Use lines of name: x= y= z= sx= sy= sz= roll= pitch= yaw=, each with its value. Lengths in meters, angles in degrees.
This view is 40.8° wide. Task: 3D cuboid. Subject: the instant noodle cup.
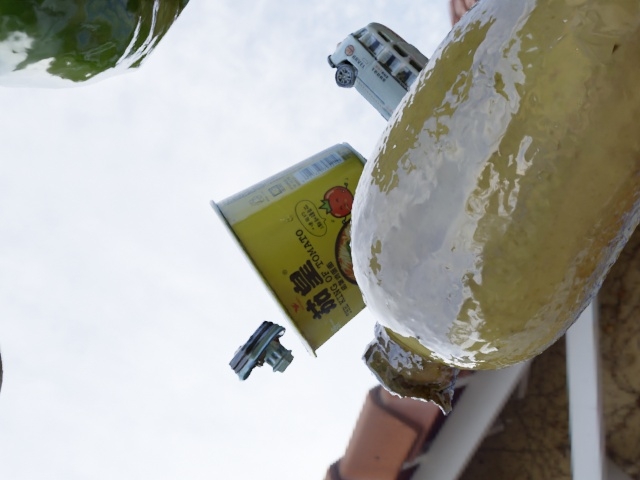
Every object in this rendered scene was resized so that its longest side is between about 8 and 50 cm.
instant noodle cup: x=0.000 y=0.000 z=1.470 sx=0.254 sy=0.325 sz=0.326 roll=-34 pitch=-63 yaw=-6

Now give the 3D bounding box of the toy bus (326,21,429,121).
toy bus: x=0.097 y=-0.180 z=1.018 sx=0.194 sy=0.089 sz=0.087 roll=48 pitch=-153 yaw=20

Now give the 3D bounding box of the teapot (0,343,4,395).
teapot: x=-0.293 y=0.100 z=0.607 sx=0.145 sy=0.092 sz=0.226 roll=-17 pitch=-96 yaw=-42

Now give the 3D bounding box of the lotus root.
lotus root: x=0.101 y=-0.032 z=0.469 sx=0.130 sy=0.146 sz=0.303 roll=8 pitch=-57 yaw=-34

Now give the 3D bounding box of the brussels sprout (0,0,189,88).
brussels sprout: x=-0.262 y=-0.279 z=0.702 sx=0.371 sy=0.275 sz=0.315 roll=76 pitch=-155 yaw=-56

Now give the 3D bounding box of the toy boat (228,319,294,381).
toy boat: x=-0.068 y=0.144 z=1.106 sx=0.066 sy=0.059 sz=0.140 roll=40 pitch=-160 yaw=0
